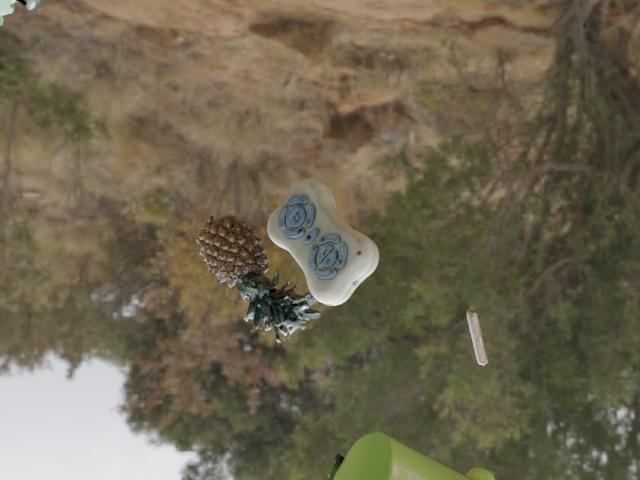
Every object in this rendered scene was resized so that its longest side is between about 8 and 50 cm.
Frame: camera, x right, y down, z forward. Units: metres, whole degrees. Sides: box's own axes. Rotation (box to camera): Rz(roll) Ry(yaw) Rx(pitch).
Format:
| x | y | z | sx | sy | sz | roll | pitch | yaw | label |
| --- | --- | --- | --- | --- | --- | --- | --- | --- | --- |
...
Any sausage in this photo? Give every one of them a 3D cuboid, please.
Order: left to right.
| x | y | z | sx | sy | sz | roll | pitch | yaw | label |
| --- | --- | --- | --- | --- | --- | --- | --- | --- | --- |
| 0.207 | 0.127 | 1.274 | 0.015 | 0.100 | 0.015 | -13 | -151 | 7 | sausage |

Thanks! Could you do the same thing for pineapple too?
| x | y | z | sx | sy | sz | roll | pitch | yaw | label |
| --- | --- | --- | --- | --- | --- | --- | --- | --- | --- |
| -0.091 | 0.042 | 1.314 | 0.103 | 0.083 | 0.221 | 0 | -139 | -50 | pineapple |

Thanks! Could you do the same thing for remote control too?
| x | y | z | sx | sy | sz | roll | pitch | yaw | label |
| --- | --- | --- | --- | --- | --- | --- | --- | --- | --- |
| 0.000 | 0.000 | 0.882 | 0.032 | 0.074 | 0.122 | 26 | -161 | -52 | remote control |

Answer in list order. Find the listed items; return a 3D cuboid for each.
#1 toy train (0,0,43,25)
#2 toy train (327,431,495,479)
| x | y | z | sx | sy | sz | roll | pitch | yaw | label |
| --- | --- | --- | --- | --- | --- | --- | --- | --- | --- |
| -0.351 | -0.309 | 0.863 | 0.120 | 0.202 | 0.301 | -40 | 170 | -23 | toy train |
| 0.098 | 0.231 | 0.660 | 0.253 | 0.157 | 0.105 | 31 | 146 | -22 | toy train |
